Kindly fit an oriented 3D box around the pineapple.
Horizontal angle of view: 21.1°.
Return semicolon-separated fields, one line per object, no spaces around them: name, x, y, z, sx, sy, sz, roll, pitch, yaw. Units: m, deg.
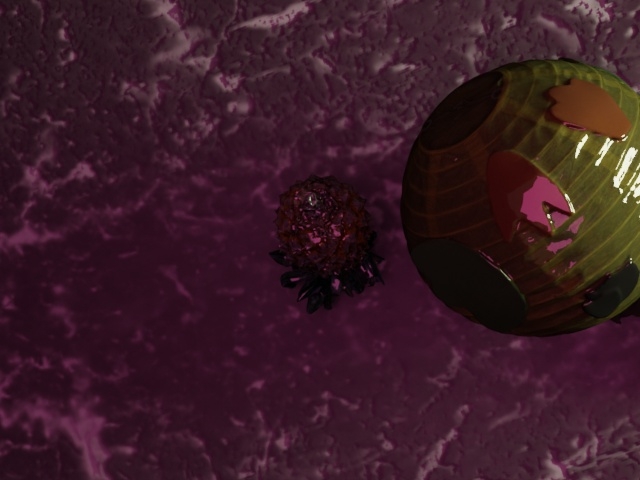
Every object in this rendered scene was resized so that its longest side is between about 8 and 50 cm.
pineapple;0.000;0.001;1.527;0.103;0.221;0.083;-16;72;1

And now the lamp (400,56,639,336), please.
lamp;0.202;-0.016;1.489;0.250;0.250;0.284;-38;116;8
